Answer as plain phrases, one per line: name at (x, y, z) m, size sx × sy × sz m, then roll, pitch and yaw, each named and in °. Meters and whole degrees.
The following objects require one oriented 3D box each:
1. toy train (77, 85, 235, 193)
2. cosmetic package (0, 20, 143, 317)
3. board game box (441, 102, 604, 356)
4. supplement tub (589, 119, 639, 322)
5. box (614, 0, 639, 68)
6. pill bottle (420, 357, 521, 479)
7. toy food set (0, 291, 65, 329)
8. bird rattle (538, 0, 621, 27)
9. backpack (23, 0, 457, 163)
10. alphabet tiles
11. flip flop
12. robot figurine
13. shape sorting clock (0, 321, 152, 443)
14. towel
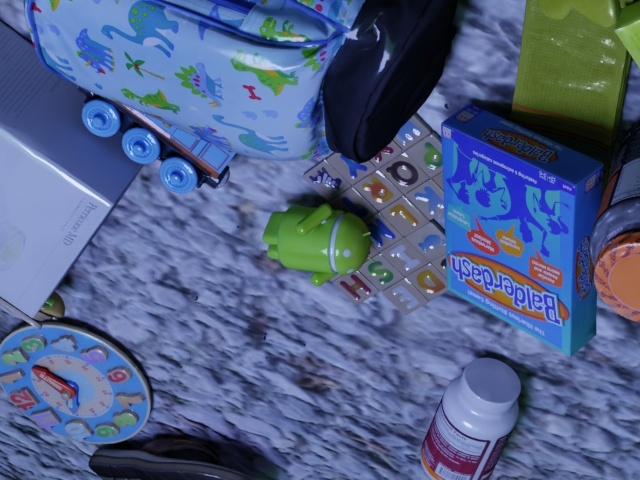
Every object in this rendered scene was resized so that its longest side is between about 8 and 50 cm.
toy train at (-0.158, -0.129, 1.573) m, size 0.184 × 0.080 × 0.105 m, roll 37°, pitch 125°, yaw -6°
cosmetic package at (-0.330, -0.074, 1.652) m, size 0.224 × 0.138 × 0.224 m, roll 34°, pitch 133°, yaw -8°
board game box at (0.191, -0.009, 1.481) m, size 0.160 × 0.047 × 0.210 m, roll 28°, pitch 141°, yaw 36°
supplement tub at (0.306, -0.021, 1.371) m, size 0.117 × 0.190 × 0.117 m, roll 13°, pitch 133°, yaw 14°
box at (0.352, -0.183, 1.301) m, size 0.178 × 0.042 × 0.109 m, roll -24°, pitch 118°, yaw 32°
pill bottle at (0.168, 0.201, 1.700) m, size 0.086 × 0.086 × 0.152 m, roll 23°, pitch 134°, yaw 5°
toy food set at (-0.352, 0.051, 1.789) m, size 0.132 × 0.038 × 0.192 m, roll 34°, pitch 178°, yaw -4°
bird rattle at (0.200, -0.308, 1.254) m, size 0.253 × 0.143 × 0.207 m, roll 46°, pitch 121°, yaw 0°
backpack at (-0.083, -0.211, 1.358) m, size 0.355 × 0.273 × 0.290 m, roll 38°, pitch 165°, yaw 8°
alphabet tiles at (0.074, -0.018, 1.607) m, size 0.198 × 0.009 × 0.237 m, roll 44°, pitch 132°, yaw -15°
flip flop at (-0.178, 0.289, 1.949) m, size 0.277 × 0.080 × 0.112 m, roll 1°, pitch 135°, yaw 43°
robot figurine at (0.000, 0.000, 1.602) m, size 0.115 × 0.067 × 0.101 m, roll 7°, pitch 141°, yaw 18°
shape sorting clock at (-0.309, 0.182, 1.929) m, size 0.206 × 0.040 × 0.206 m, roll 13°, pitch 135°, yaw 13°
towel at (0.228, -0.139, 1.423) m, size 0.102 × 0.021 × 0.237 m, roll 13°, pitch 132°, yaw 13°
